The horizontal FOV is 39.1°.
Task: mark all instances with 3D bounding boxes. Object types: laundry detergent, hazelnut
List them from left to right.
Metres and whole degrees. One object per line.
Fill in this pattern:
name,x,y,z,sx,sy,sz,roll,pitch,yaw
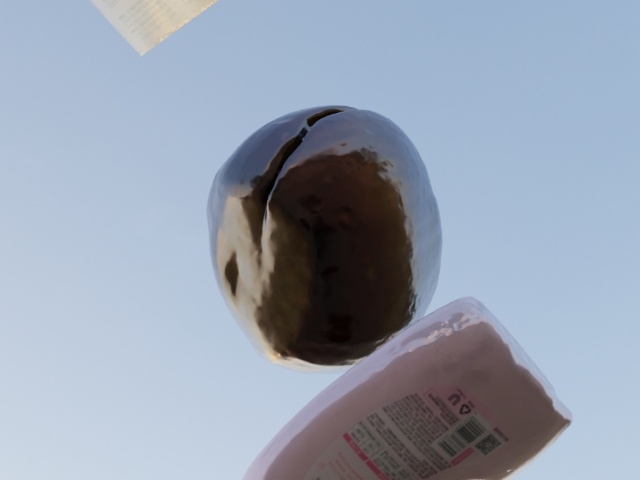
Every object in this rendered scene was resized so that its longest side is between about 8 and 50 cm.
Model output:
hazelnut,0.000,0.000,1.481,0.402,0.402,0.429,-15,-77,-5
laundry detergent,0.022,0.189,0.683,0.335,0.088,0.159,-40,-67,9

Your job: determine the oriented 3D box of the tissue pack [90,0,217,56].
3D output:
tissue pack,-0.100,-0.248,0.641,0.148,0.246,0.092,48,-122,-20
